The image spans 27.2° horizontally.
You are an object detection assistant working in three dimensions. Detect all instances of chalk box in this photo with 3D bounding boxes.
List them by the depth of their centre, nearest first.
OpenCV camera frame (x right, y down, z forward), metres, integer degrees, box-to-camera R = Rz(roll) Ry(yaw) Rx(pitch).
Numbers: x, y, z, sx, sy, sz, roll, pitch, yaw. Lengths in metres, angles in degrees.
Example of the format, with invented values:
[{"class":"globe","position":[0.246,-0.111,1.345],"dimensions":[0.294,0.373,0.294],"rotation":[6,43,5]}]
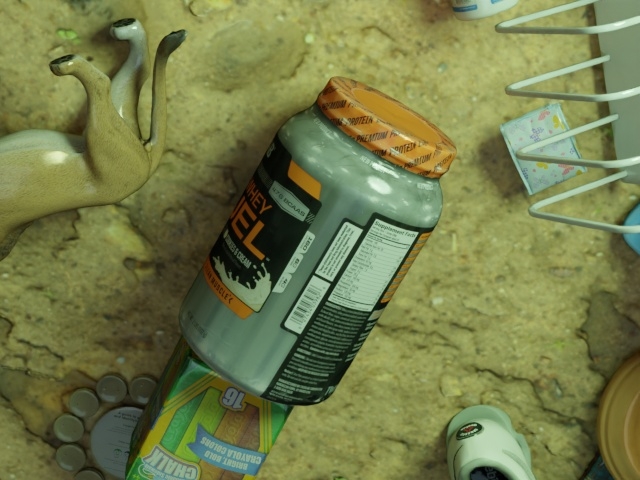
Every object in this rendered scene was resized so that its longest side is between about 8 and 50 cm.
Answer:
[{"class":"chalk box","position":[-0.136,0.224,1.488],"dimensions":[0.132,0.132,0.213],"rotation":[24,102,-11]}]

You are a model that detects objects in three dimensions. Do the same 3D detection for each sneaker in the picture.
[{"class":"sneaker","position":[0.229,0.362,1.509],"dimensions":[0.122,0.146,0.331],"rotation":[-28,99,14]}]

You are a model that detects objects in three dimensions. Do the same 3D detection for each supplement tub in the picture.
[{"class":"supplement tub","position":[0.158,-0.285,1.352],"dimensions":[0.071,0.071,0.107],"rotation":[-15,108,7]},{"class":"supplement tub","position":[0.000,0.000,1.389],"dimensions":[0.193,0.193,0.316],"rotation":[28,106,-8]}]

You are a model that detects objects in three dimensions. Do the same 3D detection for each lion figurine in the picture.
[{"class":"lion figurine","position":[-0.303,-0.075,1.402],"dimensions":[0.392,0.142,0.240],"rotation":[-14,115,2]}]

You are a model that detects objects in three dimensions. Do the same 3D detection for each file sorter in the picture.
[{"class":"file sorter","position":[0.289,-0.161,1.288],"dimensions":[0.173,0.193,0.278],"rotation":[-20,107,-25]}]

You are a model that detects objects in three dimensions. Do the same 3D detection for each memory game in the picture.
[{"class":"memory game","position":[-0.227,0.241,1.571],"dimensions":[0.186,0.012,0.186],"rotation":[1,109,2]}]

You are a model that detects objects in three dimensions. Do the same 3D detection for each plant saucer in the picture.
[{"class":"plant saucer","position":[0.417,0.213,1.507],"dimensions":[0.199,0.037,0.200],"rotation":[0,95,-4]}]

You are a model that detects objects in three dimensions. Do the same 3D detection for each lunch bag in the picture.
[{"class":"lunch bag","position":[0.239,-0.103,1.422],"dimensions":[0.071,0.053,0.083],"rotation":[-25,116,12]}]

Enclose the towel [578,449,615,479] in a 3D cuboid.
[{"class":"towel","position":[0.457,0.389,1.593],"dimensions":[0.370,0.040,0.271],"rotation":[28,106,-6]}]

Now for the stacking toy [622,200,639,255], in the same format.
[{"class":"stacking toy","position":[0.436,0.017,1.325],"dimensions":[0.165,0.302,0.175],"rotation":[37,105,-10]}]
